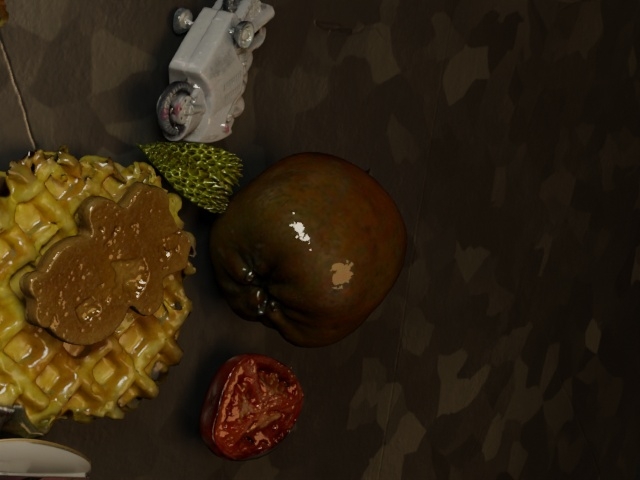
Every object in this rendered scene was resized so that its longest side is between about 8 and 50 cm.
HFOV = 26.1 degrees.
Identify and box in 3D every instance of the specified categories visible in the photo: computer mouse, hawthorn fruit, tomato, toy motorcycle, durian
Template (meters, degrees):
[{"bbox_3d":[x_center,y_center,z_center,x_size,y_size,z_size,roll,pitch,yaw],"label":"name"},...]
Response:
[{"bbox_3d":[-0.404,0.285,1.743,0.245,0.126,0.056,14,60,-47],"label":"computer mouse"},{"bbox_3d":[0.000,0.000,2.009,0.301,0.268,0.267,-44,131,-31],"label":"hawthorn fruit"},{"bbox_3d":[-0.115,0.254,2.097,0.174,0.082,0.166,27,77,-45],"label":"tomato"},{"bbox_3d":[-0.145,-0.229,1.915,0.260,0.110,0.171,-62,154,-25],"label":"toy motorcycle"},{"bbox_3d":[-0.164,-0.093,1.913,0.215,0.100,0.086,27,90,-56],"label":"durian"}]

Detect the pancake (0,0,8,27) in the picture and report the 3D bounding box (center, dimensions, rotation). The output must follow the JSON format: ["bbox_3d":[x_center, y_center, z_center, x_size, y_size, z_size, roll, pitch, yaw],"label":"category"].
[{"bbox_3d":[-0.504,-0.383,1.430,0.427,0.067,0.305,21,64,-41],"label":"pancake"}]

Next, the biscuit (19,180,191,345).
[{"bbox_3d":[-0.274,0.036,1.761,0.249,0.035,0.184,-45,124,-28],"label":"biscuit"}]

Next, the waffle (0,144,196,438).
[{"bbox_3d":[-0.327,0.065,1.796,0.382,0.095,0.379,2,99,-46],"label":"waffle"}]
